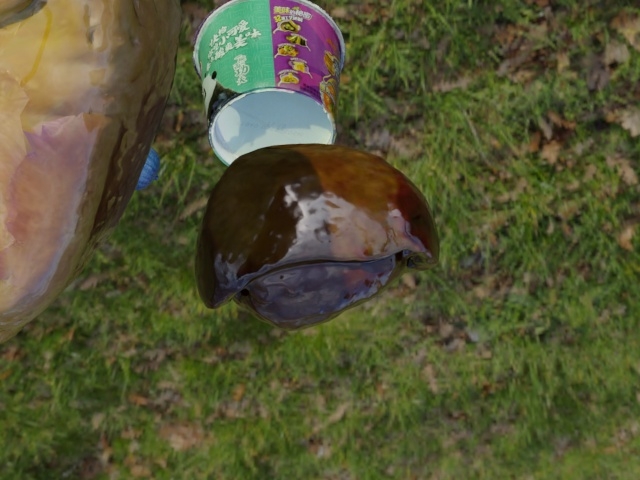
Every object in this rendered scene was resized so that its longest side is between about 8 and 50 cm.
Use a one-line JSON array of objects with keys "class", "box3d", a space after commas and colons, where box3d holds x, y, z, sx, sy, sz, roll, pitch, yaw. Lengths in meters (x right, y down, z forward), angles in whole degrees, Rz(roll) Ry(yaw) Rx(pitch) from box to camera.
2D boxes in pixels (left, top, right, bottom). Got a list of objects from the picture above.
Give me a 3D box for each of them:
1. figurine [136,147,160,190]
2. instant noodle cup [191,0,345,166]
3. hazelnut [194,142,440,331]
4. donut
[{"class": "figurine", "box3d": [-0.315, -0.131, 1.411, 0.149, 0.086, 0.087, 31, 163, 6]}, {"class": "instant noodle cup", "box3d": [-0.078, -0.228, 1.456, 0.251, 0.190, 0.251, -3, 141, -2]}, {"class": "hazelnut", "box3d": [0.000, 0.000, 0.785, 0.201, 0.170, 0.161, 10, 104, 2]}, {"class": "donut", "box3d": [-0.207, -0.093, 0.446, 0.317, 0.150, 0.299, -30, 95, 22]}]
